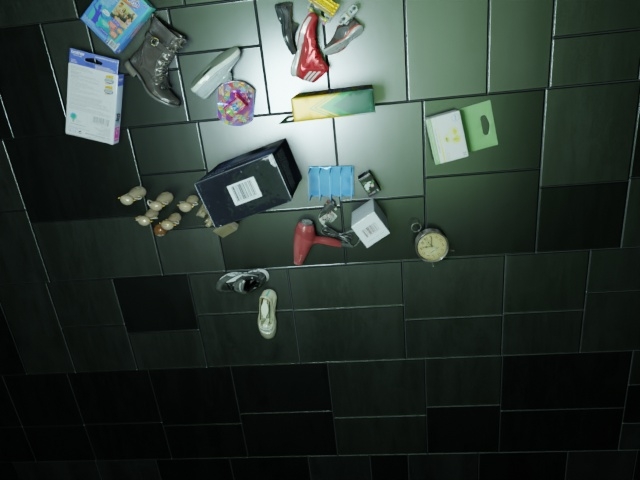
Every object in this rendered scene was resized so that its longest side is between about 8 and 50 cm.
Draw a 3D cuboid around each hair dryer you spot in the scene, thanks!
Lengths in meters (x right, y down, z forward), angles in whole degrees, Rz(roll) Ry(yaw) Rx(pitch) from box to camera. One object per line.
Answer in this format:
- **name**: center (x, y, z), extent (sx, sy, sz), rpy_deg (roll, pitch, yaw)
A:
- **hair dryer**: center (0.000, 0.000, 1.959), extent (0.293, 0.080, 0.223), rpy_deg (-35, 106, 17)

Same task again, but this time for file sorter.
- **file sorter**: center (0.039, -0.209, 1.859), extent (0.170, 0.104, 0.118), rpy_deg (0, 112, 4)

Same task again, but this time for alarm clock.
- **alarm clock**: center (0.421, 0.003, 1.934), extent (0.129, 0.064, 0.192), rpy_deg (-38, 106, 17)

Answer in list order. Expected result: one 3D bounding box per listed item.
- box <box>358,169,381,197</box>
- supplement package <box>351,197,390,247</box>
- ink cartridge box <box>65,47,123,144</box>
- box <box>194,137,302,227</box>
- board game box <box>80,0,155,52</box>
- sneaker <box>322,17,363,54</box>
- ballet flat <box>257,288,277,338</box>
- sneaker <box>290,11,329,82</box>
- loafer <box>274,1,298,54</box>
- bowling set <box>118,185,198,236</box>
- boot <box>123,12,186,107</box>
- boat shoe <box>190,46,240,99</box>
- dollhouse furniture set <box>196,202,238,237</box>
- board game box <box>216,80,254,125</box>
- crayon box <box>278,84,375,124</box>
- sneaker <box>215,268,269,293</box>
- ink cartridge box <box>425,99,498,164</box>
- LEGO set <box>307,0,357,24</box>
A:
- **box**: center (0.184, -0.214, 1.867), extent (0.052, 0.062, 0.083), rpy_deg (-30, 106, 14)
- **supplement package**: center (0.186, -0.068, 1.862), extent (0.105, 0.179, 0.105), rpy_deg (-35, 105, 17)
- **ink cartridge box**: center (-0.829, -0.526, 1.825), extent (0.185, 0.065, 0.311), rpy_deg (14, 114, -1)
- **box**: center (-0.247, -0.214, 1.777), extent (0.296, 0.294, 0.183), rpy_deg (-19, 108, 12)
- **board game box**: center (-0.700, -0.785, 1.718), extent (0.210, 0.047, 0.160), rpy_deg (-40, 103, 18)
- **sneaker**: center (0.069, -0.698, 1.697), extent (0.158, 0.061, 0.065), rpy_deg (-32, 79, 15)
- **ballet flat**: center (-0.230, 0.327, 2.107), extent (0.086, 0.086, 0.248), rpy_deg (3, 112, 3)
- **sneaker**: center (-0.014, -0.645, 1.687), extent (0.128, 0.087, 0.221), rpy_deg (25, 128, 7)
- **loafer**: center (-0.104, -0.723, 1.690), extent (0.061, 0.062, 0.170), rpy_deg (-15, 111, 5)
- **bowling set**: center (-0.621, -0.089, 1.932), extent (0.287, 0.154, 0.200), rpy_deg (6, 112, 3)
- **boot**: center (-0.547, -0.627, 1.747), extent (0.263, 0.091, 0.229), rpy_deg (44, 109, -10)
- **boat shoe**: center (-0.358, -0.590, 1.762), extent (0.227, 0.079, 0.081), rpy_deg (-36, 132, 16)
- **dollhouse furniture set**: center (-0.389, -0.118, 1.952), extent (0.151, 0.123, 0.144), rpy_deg (35, 144, -26)
- **board game box**: center (-0.306, -0.485, 1.786), extent (0.133, 0.033, 0.169), rpy_deg (1, 125, -11)
- **crayon box**: center (0.023, -0.469, 1.702), extent (0.323, 0.203, 0.083), rpy_deg (-6, 111, 7)
- **sneaker**: center (-0.331, 0.177, 2.041), extent (0.234, 0.106, 0.078), rpy_deg (-12, 109, 9)
- **ink cartridge box**: center (0.508, -0.386, 1.779), extent (0.235, 0.056, 0.171), rpy_deg (-13, 109, 12)
- **LEGO set**: center (-0.011, -0.824, 1.639), extent (0.132, 0.107, 0.287), rpy_deg (-38, 98, -9)
